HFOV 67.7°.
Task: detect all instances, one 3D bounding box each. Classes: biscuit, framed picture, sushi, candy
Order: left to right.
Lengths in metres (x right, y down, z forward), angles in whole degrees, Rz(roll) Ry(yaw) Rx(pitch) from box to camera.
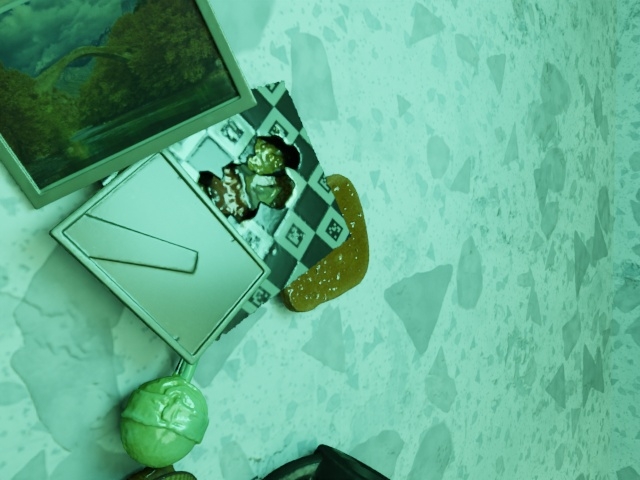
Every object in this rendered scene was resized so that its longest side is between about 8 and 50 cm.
[{"bbox_3d":[-0.209,-0.162,0.453,0.249,0.016,0.184,-26,114,-5],"label":"framed picture"},{"bbox_3d":[-0.161,0.015,0.526,0.203,0.015,0.150,51,58,-23],"label":"framed picture"},{"bbox_3d":[-0.144,0.102,0.593,0.092,0.092,0.336,97,9,-65],"label":"candy"},{"bbox_3d":[-0.114,-0.046,0.612,0.290,0.050,0.264,-34,106,-36],"label":"sushi"},{"bbox_3d":[0.000,0.000,0.738,0.192,0.036,0.186,-23,105,-41],"label":"biscuit"}]

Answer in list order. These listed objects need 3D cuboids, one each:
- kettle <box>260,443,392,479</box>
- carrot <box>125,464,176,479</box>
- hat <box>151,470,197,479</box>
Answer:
[{"bbox_3d":[0.010,0.457,0.663,0.250,0.207,0.271,42,72,-44],"label":"kettle"},{"bbox_3d":[-0.235,0.307,0.512,0.186,0.060,0.060,-28,111,-39],"label":"carrot"},{"bbox_3d":[-0.176,0.356,0.506,0.193,0.082,0.193,-38,140,-41],"label":"hat"}]
